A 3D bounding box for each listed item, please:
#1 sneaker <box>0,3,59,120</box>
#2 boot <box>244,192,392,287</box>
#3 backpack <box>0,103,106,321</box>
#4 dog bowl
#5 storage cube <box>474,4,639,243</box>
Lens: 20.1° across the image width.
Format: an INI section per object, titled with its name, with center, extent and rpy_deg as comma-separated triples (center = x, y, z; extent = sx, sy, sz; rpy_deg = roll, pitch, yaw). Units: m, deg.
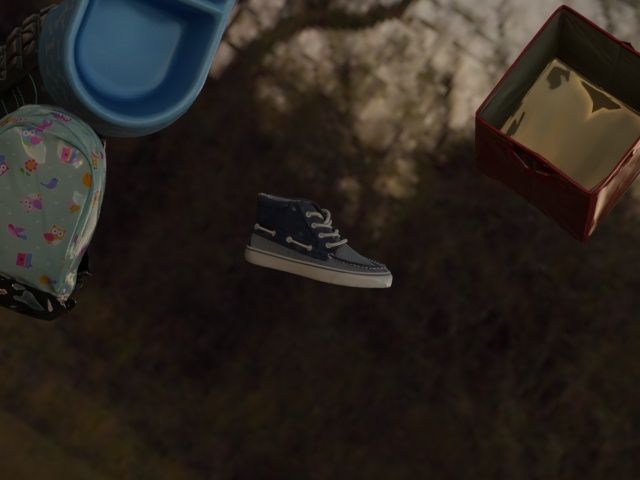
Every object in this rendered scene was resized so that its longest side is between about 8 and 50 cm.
[sneaker]
center = -0.320, -0.146, 1.939
extent = 0.106, 0.267, 0.101
rpy_deg = 36, 22, -27
[boot]
center = 0.000, 0.000, 2.156
extent = 0.190, 0.086, 0.069
rpy_deg = 12, 9, 20
[backpack]
center = -0.257, -0.031, 1.612
extent = 0.152, 0.182, 0.115
rpy_deg = 22, 9, -11
[dog bowl]
center = -0.155, -0.237, 1.701
extent = 0.166, 0.297, 0.074
rpy_deg = 20, 3, -18
[storage cube]
center = 0.320, -0.143, 2.279
extent = 0.184, 0.215, 0.193
rpy_deg = 36, -13, 15
